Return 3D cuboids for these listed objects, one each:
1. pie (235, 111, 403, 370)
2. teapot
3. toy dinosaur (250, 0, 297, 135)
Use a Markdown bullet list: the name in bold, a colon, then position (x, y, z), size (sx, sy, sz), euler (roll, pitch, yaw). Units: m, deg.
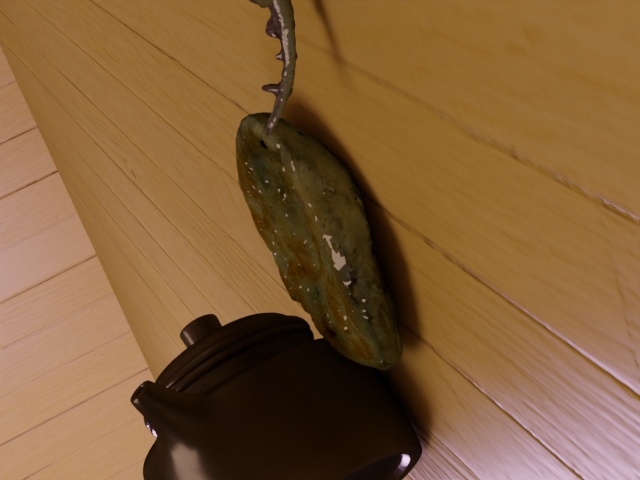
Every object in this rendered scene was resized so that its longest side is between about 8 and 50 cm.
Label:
- **pie**: position (0.000, 0.000, 0.848), size (0.187, 0.041, 0.187), euler (56, 165, 24)
- **teapot**: position (-0.039, 0.130, 0.959), size (0.175, 0.185, 0.268), euler (58, -158, 19)
- **toy dinosaur**: position (-0.032, -0.152, 0.670), size (0.082, 0.039, 0.208), euler (-132, 30, -56)
